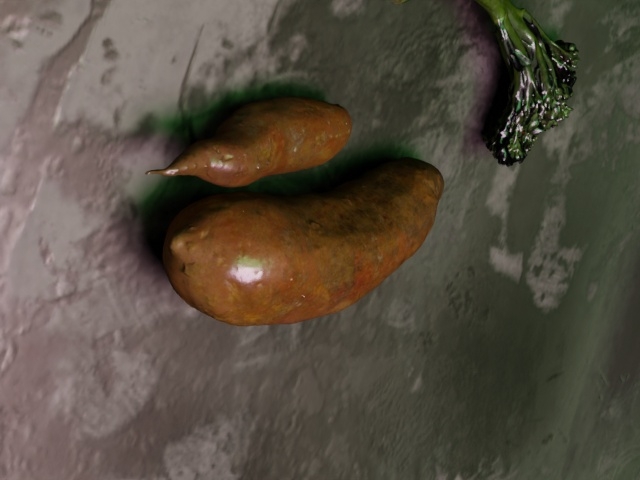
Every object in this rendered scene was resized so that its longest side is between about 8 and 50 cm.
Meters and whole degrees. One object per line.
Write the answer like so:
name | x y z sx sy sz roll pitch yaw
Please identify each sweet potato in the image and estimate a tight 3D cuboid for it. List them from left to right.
sweet potato | -0.043 -0.062 0.859 0.195 0.056 0.056 -25 123 -50
sweet potato | 0.001 0.001 0.911 0.292 0.097 0.097 -14 115 -50

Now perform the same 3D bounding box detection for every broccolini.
broccolini | 0.117 -0.131 0.995 0.271 0.062 0.123 18 76 -53
